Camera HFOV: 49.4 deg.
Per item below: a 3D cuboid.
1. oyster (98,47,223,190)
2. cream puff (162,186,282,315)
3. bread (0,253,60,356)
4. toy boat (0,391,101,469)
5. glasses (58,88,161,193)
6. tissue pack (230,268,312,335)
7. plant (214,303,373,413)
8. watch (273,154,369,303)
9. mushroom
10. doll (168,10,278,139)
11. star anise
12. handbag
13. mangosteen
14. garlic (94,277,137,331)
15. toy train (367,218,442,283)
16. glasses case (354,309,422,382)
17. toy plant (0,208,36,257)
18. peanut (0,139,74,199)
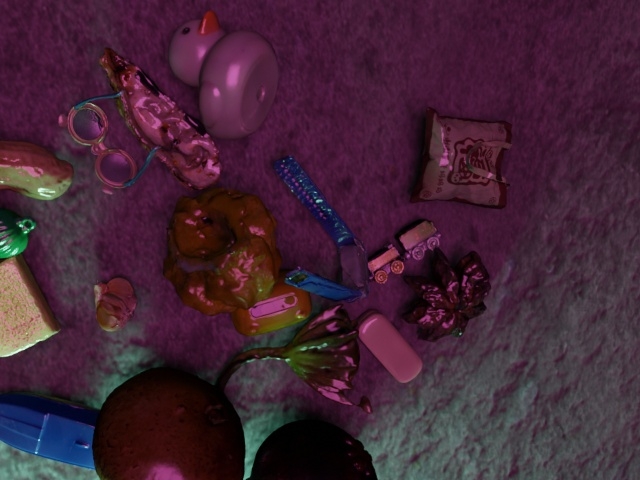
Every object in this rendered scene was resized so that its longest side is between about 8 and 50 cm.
[{"bbox_3d":[-0.329,-0.244,1.419,0.129,0.078,0.345,-47,106,-25],"label":"oyster"},{"bbox_3d":[-0.214,0.017,1.384,0.185,0.282,0.282,7,100,-52],"label":"cream puff"},{"bbox_3d":[-0.628,0.132,1.405,0.125,0.068,0.188,-25,106,-9],"label":"bread"},{"bbox_3d":[-0.584,0.386,1.460,0.295,0.088,0.129,17,96,-6],"label":"toy boat"},{"bbox_3d":[-0.384,-0.208,1.353,0.088,0.220,0.190,-44,111,-45],"label":"glasses"},{"bbox_3d":[-0.109,0.135,1.510,0.178,0.127,0.123,-16,101,-12],"label":"tissue pack"},{"bbox_3d":[-0.057,0.264,1.511,0.333,0.180,0.251,-2,107,-16],"label":"plant"},{"bbox_3d":[0.003,-0.009,1.487,0.274,0.068,0.276,25,51,-48],"label":"watch"},{"bbox_3d":[-0.311,0.433,1.440,0.334,0.356,0.331,9,55,-26],"label":"mushroom"},{"bbox_3d":[-0.206,-0.329,1.387,0.221,0.221,0.251,-6,129,-13],"label":"doll"},{"bbox_3d":[0.302,0.134,1.605,0.223,0.109,0.236,-4,112,-19],"label":"star anise"},{"bbox_3d":[0.322,-0.180,1.564,0.235,0.127,0.213,4,97,-17],"label":"handbag"},{"bbox_3d":[-0.043,0.558,1.523,0.347,0.307,0.307,-35,107,12],"label":"mangosteen"},{"bbox_3d":[-0.424,0.136,1.456,0.094,0.074,0.113,16,90,19],"label":"garlic"},{"bbox_3d":[0.185,0.024,1.602,0.202,0.060,0.081,-32,99,-7],"label":"toy train"},{"bbox_3d":[0.160,0.250,1.639,0.083,0.050,0.196,-40,107,-2],"label":"glasses case"},{"bbox_3d":[-0.647,-0.022,1.339,0.200,0.105,0.143,-23,116,10],"label":"toy plant"},{"bbox_3d":[-0.612,-0.140,1.336,0.256,0.123,0.124,16,95,-18],"label":"peanut"}]
